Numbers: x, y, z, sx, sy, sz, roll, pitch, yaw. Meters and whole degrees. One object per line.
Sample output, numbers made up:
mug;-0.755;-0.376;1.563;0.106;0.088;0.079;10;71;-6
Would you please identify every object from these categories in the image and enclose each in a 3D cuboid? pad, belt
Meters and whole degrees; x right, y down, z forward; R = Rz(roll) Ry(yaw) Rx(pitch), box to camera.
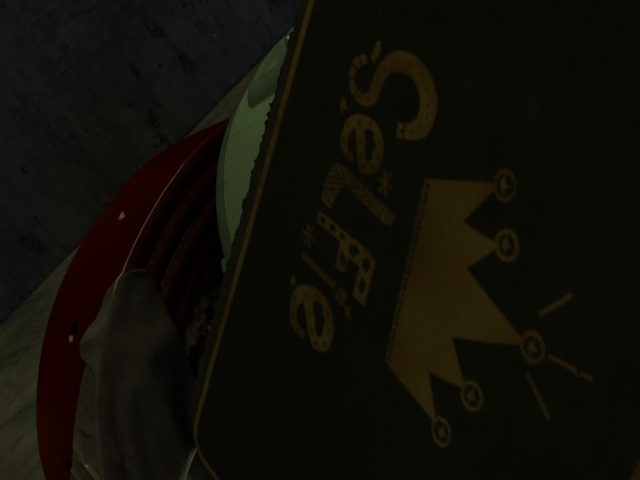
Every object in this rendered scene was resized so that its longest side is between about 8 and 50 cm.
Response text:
pad;0.000;-0.001;0.440;0.315;0.063;0.375;45;127;43
belt;-0.045;0.070;0.699;0.115;0.227;0.324;-16;49;58

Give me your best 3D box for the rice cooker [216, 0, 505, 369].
rice cooker;0.106;-0.038;0.556;0.316;0.264;0.317;-40;11;9
